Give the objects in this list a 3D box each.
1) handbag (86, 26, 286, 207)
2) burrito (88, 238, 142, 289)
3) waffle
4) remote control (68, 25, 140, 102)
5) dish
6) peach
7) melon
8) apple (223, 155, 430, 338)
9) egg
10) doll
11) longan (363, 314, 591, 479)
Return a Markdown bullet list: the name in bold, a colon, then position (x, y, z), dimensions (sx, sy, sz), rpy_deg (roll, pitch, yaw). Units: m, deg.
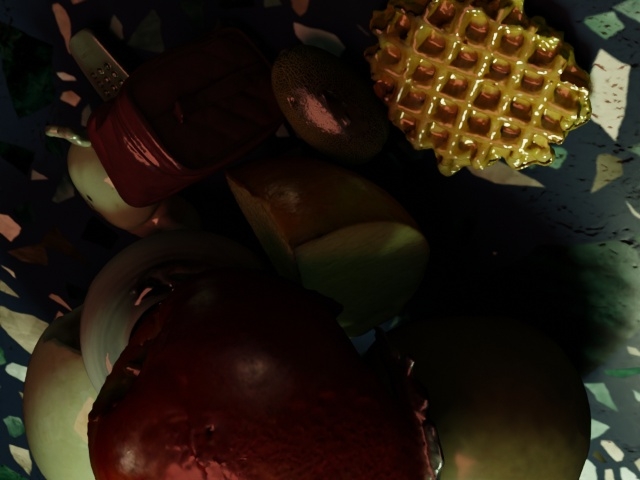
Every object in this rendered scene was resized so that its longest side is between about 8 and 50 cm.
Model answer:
- **handbag**: position (-0.149, -0.143, 1.579), dimensions (0.135, 0.225, 0.146), rpy_deg (-32, 90, 51)
- **burrito**: position (-0.277, 0.048, 1.942), dimensions (0.051, 0.042, 0.171), rpy_deg (43, 132, -10)
- **waffle**: position (0.172, -0.174, 1.491), dimensions (0.238, 0.058, 0.243), rpy_deg (-18, 116, 36)
- **remote control**: position (-0.232, -0.179, 1.731), dimensions (0.072, 0.042, 0.222), rpy_deg (-24, 111, 43)
- **dish**: position (-0.165, 0.131, 1.693), dimensions (0.274, 0.134, 0.273), rpy_deg (-1, 102, -6)
- **peach**: position (-0.052, 0.243, 1.510), dimensions (0.417, 0.353, 0.339), rpy_deg (35, 165, -21)
- **melon**: position (0.009, -0.156, 1.563), dimensions (0.162, 0.099, 0.099), rpy_deg (44, 135, -9)
- **apple**: position (0.000, 0.000, 1.611), dimensions (0.254, 0.179, 0.346), rpy_deg (7, 158, 11)
- **egg**: position (-0.275, 0.248, 1.927), dimensions (0.278, 0.278, 0.336), rpy_deg (11, 120, 24)
- **doll**: position (-0.243, -0.063, 1.770), dimensions (0.155, 0.113, 0.275), rpy_deg (28, 153, 56)
- **longan**: position (0.174, 0.223, 1.642), dimensions (0.297, 0.297, 0.297), rpy_deg (16, 132, 19)
